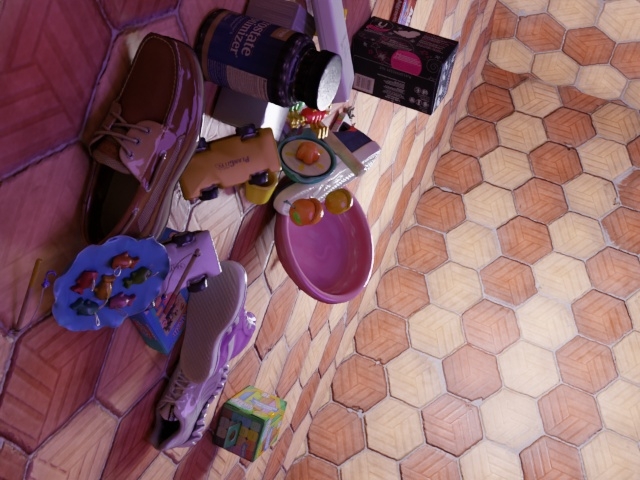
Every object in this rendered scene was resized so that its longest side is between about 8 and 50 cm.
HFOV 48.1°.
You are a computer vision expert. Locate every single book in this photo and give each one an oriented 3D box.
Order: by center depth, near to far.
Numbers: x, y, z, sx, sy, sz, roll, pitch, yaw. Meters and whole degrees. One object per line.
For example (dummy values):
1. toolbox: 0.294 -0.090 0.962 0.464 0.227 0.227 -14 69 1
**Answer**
1. book: 0.039 -0.267 1.961 0.144 0.035 0.096 -63 160 -16

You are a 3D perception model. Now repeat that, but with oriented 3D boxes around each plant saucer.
1. plant saucer: 0.000 0.000 1.811 0.332 0.084 0.332 18 64 -43

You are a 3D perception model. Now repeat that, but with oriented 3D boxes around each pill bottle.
1. pill bottle: -0.082 -0.287 1.161 0.122 0.219 0.122 -58 161 -33

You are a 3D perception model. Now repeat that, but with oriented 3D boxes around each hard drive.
1. hard drive: 0.016 -0.432 1.338 0.203 0.040 0.307 -78 158 -63

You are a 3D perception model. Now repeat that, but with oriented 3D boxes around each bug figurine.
1. bug figurine: -0.022 -0.356 1.518 0.216 0.072 0.278 -25 130 -59

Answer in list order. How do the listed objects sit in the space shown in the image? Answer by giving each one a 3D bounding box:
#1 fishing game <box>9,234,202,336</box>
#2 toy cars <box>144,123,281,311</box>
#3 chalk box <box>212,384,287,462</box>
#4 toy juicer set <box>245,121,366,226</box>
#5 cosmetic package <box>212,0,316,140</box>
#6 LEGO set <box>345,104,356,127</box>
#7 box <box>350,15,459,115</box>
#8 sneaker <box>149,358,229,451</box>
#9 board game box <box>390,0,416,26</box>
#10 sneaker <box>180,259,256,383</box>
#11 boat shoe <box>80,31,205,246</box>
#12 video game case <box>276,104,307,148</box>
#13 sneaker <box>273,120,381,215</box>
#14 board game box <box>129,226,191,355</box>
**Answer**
1. fishing game: -0.293 0.068 1.030 0.264 0.041 0.189 1 128 -49
2. toy cars: -0.218 -0.044 1.200 0.176 0.087 0.393 36 78 -31
3. chalk box: -0.201 0.509 1.974 0.213 0.132 0.132 -22 131 -69
4. toy juicer set: 0.000 -0.158 1.566 0.329 0.209 0.089 -48 166 -40
5. cosmetic package: -0.099 -0.309 1.301 0.127 0.107 0.237 -11 118 -75
6. LEGO set: 0.082 -0.344 2.001 0.054 0.024 0.083 -65 158 -51
7. box: 0.215 -0.460 1.884 0.142 0.247 0.163 -53 159 -41
8. sneaker: -0.281 0.321 1.526 0.118 0.110 0.292 -2 112 -64
9. board game box: 0.222 -0.593 2.150 0.145 0.027 0.281 -35 143 -66
10. sneaker: -0.180 0.137 1.412 0.161 0.102 0.282 -27 147 -52
11. boat shoe: -0.254 -0.122 0.995 0.120 0.123 0.323 -20 130 -63
12. video game case: -0.075 -0.259 1.610 0.166 0.015 0.119 -66 164 -9
13. sneaker: -0.013 -0.183 1.724 0.350 0.148 0.131 -33 165 -40
14. board game box: -0.282 0.097 1.317 0.210 0.047 0.160 84 30 -58
